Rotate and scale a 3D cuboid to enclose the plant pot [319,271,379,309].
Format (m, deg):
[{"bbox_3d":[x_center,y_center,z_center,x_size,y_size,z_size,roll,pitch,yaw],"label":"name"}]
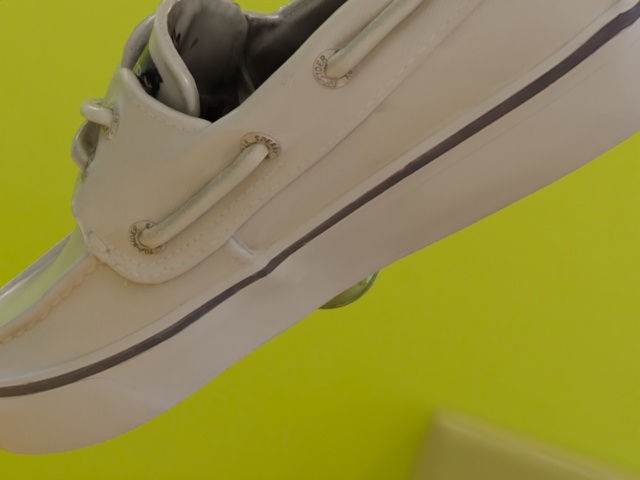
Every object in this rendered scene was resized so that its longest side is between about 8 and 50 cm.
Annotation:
[{"bbox_3d":[0.000,0.000,1.151,0.083,0.083,0.079,22,-21,23],"label":"plant pot"}]

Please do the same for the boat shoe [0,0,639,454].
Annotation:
[{"bbox_3d":[-0.022,-0.026,0.408,0.088,0.267,0.096,49,36,-19],"label":"boat shoe"}]
